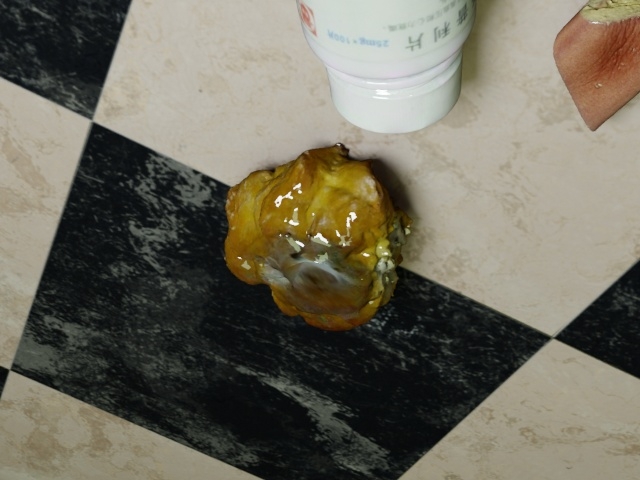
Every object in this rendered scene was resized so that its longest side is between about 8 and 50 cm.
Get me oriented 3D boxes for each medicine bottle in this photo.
[{"bbox_3d":[0.057,-0.242,0.955,0.170,0.170,0.293,7,144,13],"label":"medicine bottle"}]

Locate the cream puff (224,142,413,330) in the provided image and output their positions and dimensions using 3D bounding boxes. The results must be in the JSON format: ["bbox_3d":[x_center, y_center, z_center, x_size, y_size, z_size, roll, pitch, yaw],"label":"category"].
[{"bbox_3d":[0.000,0.000,1.257,0.241,0.155,0.269,33,139,-15],"label":"cream puff"}]

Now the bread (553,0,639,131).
[{"bbox_3d":[0.287,-0.192,1.011,0.119,0.067,0.192,24,140,-19],"label":"bread"}]
